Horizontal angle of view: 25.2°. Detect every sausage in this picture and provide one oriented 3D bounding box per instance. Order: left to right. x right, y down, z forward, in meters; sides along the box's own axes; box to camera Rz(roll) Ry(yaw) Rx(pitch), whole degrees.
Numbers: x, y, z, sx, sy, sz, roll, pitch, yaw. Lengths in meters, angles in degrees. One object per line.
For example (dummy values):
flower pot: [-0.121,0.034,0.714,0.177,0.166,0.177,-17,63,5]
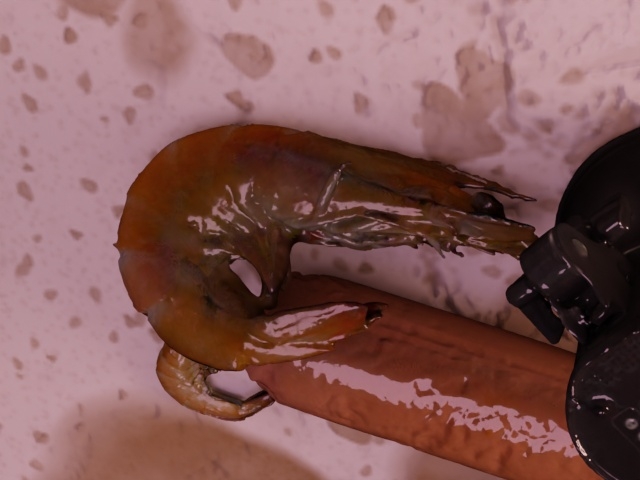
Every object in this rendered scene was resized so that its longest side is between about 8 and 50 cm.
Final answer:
sausage: [0.094,0.092,0.849,0.289,0.086,0.086,17,118,8]

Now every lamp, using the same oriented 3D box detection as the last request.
lamp: [0.174,0.041,0.721,0.147,0.227,0.172,-39,99,27]

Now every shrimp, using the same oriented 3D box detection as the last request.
shrimp: [-0.057,0.073,0.920,0.083,0.023,0.114,30,124,-3]
shrimp: [0.000,0.000,0.820,0.249,0.068,0.150,-3,74,13]
